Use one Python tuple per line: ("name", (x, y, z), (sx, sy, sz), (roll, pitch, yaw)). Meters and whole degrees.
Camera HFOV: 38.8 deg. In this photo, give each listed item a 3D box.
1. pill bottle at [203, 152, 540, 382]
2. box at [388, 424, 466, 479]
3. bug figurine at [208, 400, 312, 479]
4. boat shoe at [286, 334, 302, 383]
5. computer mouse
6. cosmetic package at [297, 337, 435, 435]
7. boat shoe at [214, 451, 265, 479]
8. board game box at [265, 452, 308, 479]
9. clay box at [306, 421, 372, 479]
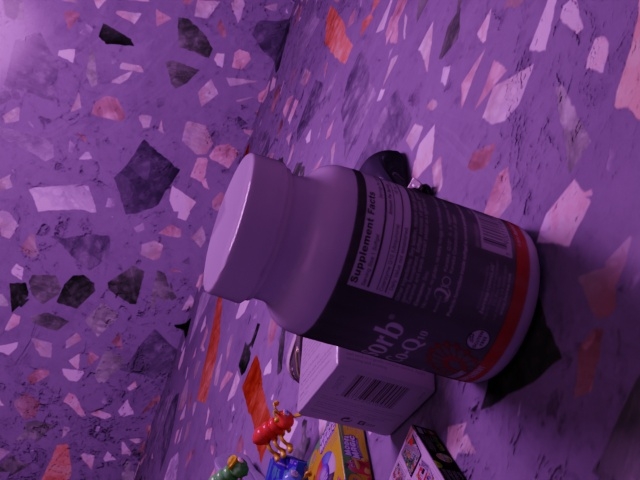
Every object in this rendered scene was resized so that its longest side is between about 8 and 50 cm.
("pill bottle", (0.058, 0.030, 1.093), (0.210, 0.363, 0.210), (-163, 90, -75))
("box", (0.136, 0.327, 1.119), (0.207, 0.036, 0.114), (-123, 52, -70))
("bug figurine", (-0.110, 0.401, 1.546), (0.216, 0.072, 0.279), (-40, 19, 8))
("boat shoe", (0.012, 0.122, 1.636), (0.091, 0.109, 0.305), (-154, 76, -74))
("computer mouse", (0.106, -0.077, 1.584), (0.272, 0.072, 0.188), (-99, 30, -58))
("cosmetic package", (0.066, 0.158, 1.325), (0.151, 0.151, 0.183), (123, 159, -45))
("boat shoe", (-0.157, 0.520, 1.836), (0.302, 0.109, 0.094), (-144, 48, -77))
("board game box", (-0.070, 0.493, 1.620), (0.160, 0.047, 0.210), (160, 125, -69))
("clay box", (0.027, 0.367, 1.413), (0.222, 0.053, 0.127), (-101, 32, -58))
